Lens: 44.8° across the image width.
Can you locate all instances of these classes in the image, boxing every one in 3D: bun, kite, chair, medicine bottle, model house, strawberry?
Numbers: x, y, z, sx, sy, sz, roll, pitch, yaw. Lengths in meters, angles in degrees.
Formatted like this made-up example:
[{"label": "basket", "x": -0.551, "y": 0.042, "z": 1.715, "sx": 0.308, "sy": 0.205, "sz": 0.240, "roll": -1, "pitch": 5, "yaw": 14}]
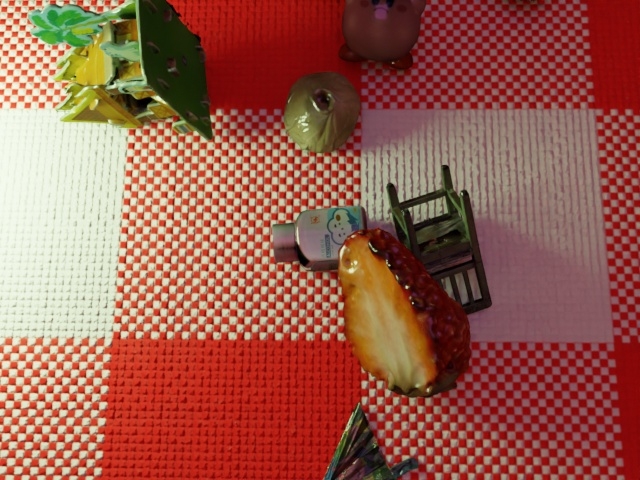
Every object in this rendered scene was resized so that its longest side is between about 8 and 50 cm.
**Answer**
[{"label": "bun", "x": 0.002, "y": -0.273, "z": 1.611, "sx": 0.167, "sy": 0.113, "sz": 0.173, "roll": -18, "pitch": 74, "yaw": -3}, {"label": "kite", "x": 0.084, "y": 0.480, "z": 1.469, "sx": 0.234, "sy": 0.016, "sz": 0.321, "roll": -24, "pitch": 76, "yaw": -5}, {"label": "chair", "x": 0.235, "y": 0.008, "z": 1.540, "sx": 0.136, "sy": 0.147, "sz": 0.270, "roll": -19, "pitch": 120, "yaw": -1}, {"label": "medicine bottle", "x": 0.000, "y": 0.000, "z": 1.551, "sx": 0.188, "sy": 0.094, "sz": 0.119, "roll": -5, "pitch": 76, "yaw": 0}, {"label": "model house", "x": -0.414, "y": -0.324, "z": 1.521, "sx": 0.313, "sy": 0.358, "sz": 0.242, "roll": -13, "pitch": 77, "yaw": 10}, {"label": "strawberry", "x": 0.161, "y": 0.125, "z": 1.444, "sx": 0.149, "sy": 0.265, "sz": 0.336, "roll": -21, "pitch": 88, "yaw": -32}]

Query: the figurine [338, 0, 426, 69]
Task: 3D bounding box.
[{"label": "figurine", "x": 0.128, "y": -0.458, "z": 1.626, "sx": 0.173, "sy": 0.173, "sz": 0.173, "roll": 0, "pitch": 76, "yaw": 1}]
